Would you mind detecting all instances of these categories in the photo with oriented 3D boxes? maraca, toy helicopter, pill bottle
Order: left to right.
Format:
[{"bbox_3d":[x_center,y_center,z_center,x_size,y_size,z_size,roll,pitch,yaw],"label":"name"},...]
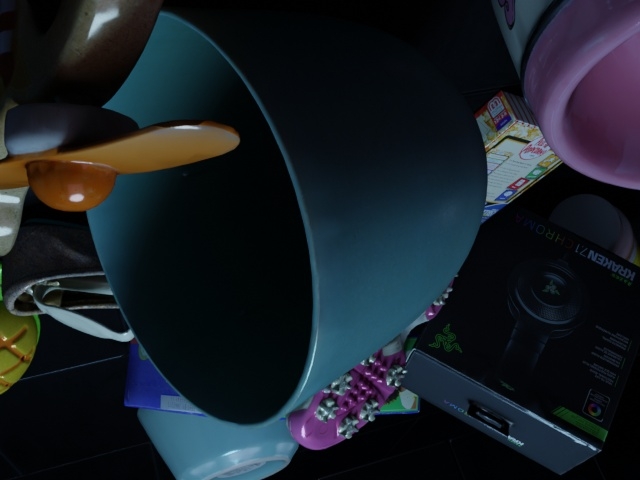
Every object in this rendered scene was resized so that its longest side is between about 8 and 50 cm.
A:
[{"bbox_3d":[-0.364,0.102,0.812,0.127,0.099,0.185,15,112,-53],"label":"maraca"},{"bbox_3d":[-0.155,-0.087,0.421,0.140,0.235,0.355,1,147,-37],"label":"toy helicopter"},{"bbox_3d":[0.415,0.008,1.129,0.119,0.119,0.208,-29,152,19],"label":"pill bottle"}]

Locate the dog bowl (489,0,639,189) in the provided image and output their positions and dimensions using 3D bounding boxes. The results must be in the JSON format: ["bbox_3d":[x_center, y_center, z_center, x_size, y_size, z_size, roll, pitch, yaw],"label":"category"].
[{"bbox_3d":[0.334,-0.166,0.554,0.408,0.150,0.408,2,160,1],"label":"dog bowl"}]

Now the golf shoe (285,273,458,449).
[{"bbox_3d":[0.041,0.102,0.875,0.306,0.140,0.115,-52,132,-26],"label":"golf shoe"}]

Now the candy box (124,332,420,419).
[{"bbox_3d":[-0.061,0.175,1.021,0.268,0.122,0.317,-6,170,45],"label":"candy box"}]

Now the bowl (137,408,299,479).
[{"bbox_3d":[-0.162,0.351,1.353,0.312,0.163,0.311,-15,155,-7],"label":"bowl"}]

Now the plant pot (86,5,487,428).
[{"bbox_3d":[-0.012,-0.039,0.578,0.235,0.293,0.293,-20,159,-37],"label":"plant pot"}]

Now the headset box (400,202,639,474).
[{"bbox_3d":[0.265,0.127,0.971,0.283,0.246,0.131,-56,169,-28],"label":"headset box"}]

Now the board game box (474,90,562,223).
[{"bbox_3d":[0.196,-0.086,0.880,0.147,0.045,0.193,6,145,-41],"label":"board game box"}]

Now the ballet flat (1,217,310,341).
[{"bbox_3d":[-0.153,0.051,0.724,0.316,0.106,0.107,3,146,1],"label":"ballet flat"}]
